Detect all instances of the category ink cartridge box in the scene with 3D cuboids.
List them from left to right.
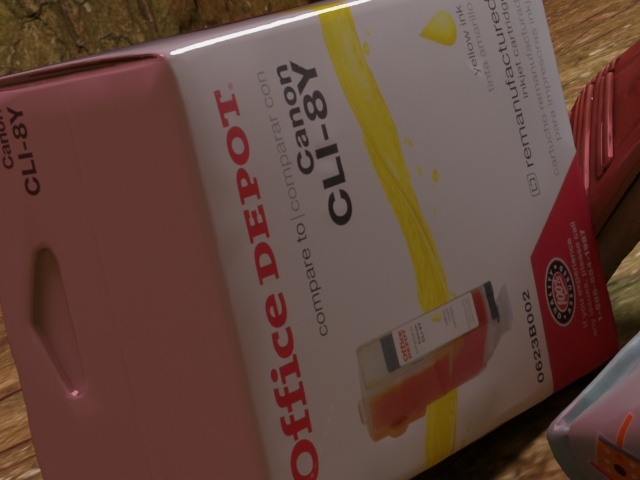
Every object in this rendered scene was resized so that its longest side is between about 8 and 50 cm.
[{"bbox_3d":[0.000,0.000,1.189,0.160,0.279,0.385,-7,9,38],"label":"ink cartridge box"}]

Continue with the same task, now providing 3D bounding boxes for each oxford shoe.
[{"bbox_3d":[0.254,-0.063,1.335,0.397,0.147,0.140,118,164,-54],"label":"oxford shoe"}]

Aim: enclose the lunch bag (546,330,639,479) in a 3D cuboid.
[{"bbox_3d":[0.269,0.058,0.854,0.262,0.160,0.223,-38,16,-33],"label":"lunch bag"}]
